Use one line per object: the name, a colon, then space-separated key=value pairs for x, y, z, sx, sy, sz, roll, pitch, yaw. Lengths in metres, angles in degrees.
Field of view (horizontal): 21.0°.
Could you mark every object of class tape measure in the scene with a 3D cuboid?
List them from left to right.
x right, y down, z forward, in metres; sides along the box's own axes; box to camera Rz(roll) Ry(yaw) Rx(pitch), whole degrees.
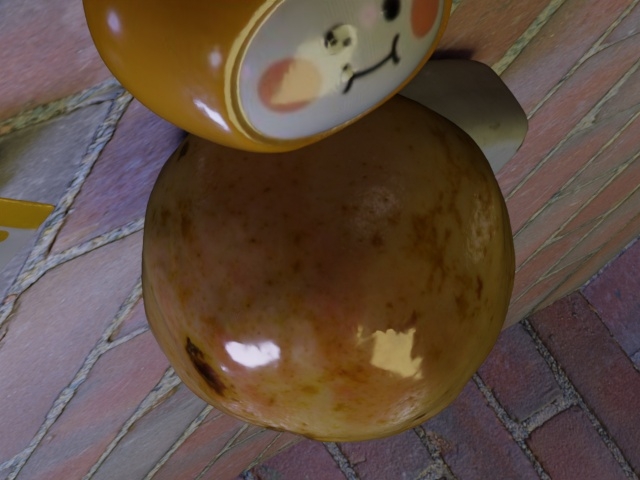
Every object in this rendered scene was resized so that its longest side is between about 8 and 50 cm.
tape measure: x=0.069 y=-0.065 z=1.736 sx=0.258 sy=0.130 sz=0.265 roll=-17 pitch=159 yaw=-46

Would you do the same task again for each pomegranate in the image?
pomegranate: x=0.000 y=0.000 z=1.466 sx=0.342 sy=0.342 sz=0.342 roll=-32 pitch=167 yaw=-8

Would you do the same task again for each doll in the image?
doll: x=-0.037 y=-0.178 z=0.975 sx=0.213 sy=0.213 sz=0.236 roll=-29 pitch=134 yaw=-23

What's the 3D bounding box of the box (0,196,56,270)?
box: x=-0.312 y=0.034 z=1.271 sx=0.129 sy=0.033 sz=0.247 roll=10 pitch=134 yaw=-48
